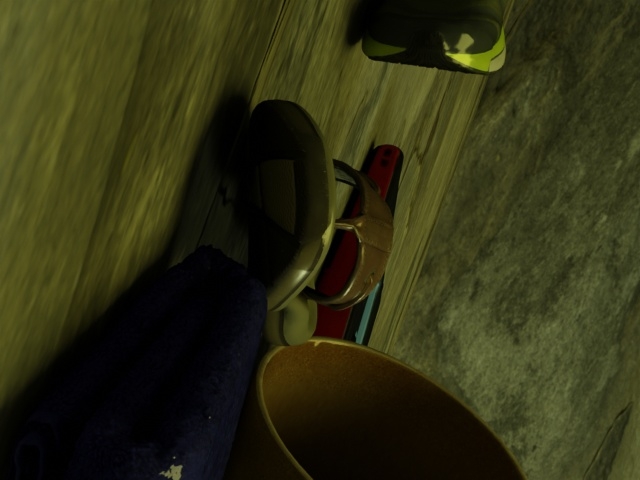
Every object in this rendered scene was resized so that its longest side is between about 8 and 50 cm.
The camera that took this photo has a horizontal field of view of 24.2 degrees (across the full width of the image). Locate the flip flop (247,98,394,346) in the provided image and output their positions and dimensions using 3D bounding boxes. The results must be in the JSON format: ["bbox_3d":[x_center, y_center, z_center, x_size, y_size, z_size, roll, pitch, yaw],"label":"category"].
[{"bbox_3d":[0.000,0.000,0.833,0.277,0.080,0.112,90,0,-74],"label":"flip flop"}]

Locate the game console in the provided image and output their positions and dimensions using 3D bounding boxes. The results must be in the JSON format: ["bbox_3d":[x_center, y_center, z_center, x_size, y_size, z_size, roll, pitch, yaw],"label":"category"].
[{"bbox_3d":[0.016,0.129,1.504,0.386,0.060,0.342,95,16,-65],"label":"game console"}]

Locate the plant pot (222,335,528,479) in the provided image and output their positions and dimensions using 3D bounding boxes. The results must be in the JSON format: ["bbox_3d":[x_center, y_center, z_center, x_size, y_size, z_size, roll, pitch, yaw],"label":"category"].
[{"bbox_3d":[-0.004,0.243,1.135,0.254,0.237,0.237,-57,179,24],"label":"plant pot"}]

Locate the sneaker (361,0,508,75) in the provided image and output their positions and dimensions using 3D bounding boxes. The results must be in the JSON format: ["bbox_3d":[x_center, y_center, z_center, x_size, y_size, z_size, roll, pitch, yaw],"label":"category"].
[{"bbox_3d":[0.099,-0.219,1.121,0.300,0.111,0.121,-70,165,-55],"label":"sneaker"}]

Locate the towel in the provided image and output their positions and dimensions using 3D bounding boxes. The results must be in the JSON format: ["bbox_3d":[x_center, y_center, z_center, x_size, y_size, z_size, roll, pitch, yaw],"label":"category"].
[{"bbox_3d":[-0.105,0.172,0.681,0.228,0.076,0.308,-72,178,-71],"label":"towel"}]
